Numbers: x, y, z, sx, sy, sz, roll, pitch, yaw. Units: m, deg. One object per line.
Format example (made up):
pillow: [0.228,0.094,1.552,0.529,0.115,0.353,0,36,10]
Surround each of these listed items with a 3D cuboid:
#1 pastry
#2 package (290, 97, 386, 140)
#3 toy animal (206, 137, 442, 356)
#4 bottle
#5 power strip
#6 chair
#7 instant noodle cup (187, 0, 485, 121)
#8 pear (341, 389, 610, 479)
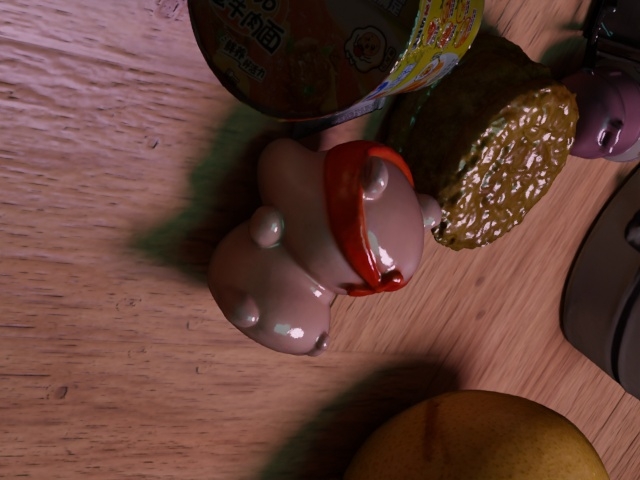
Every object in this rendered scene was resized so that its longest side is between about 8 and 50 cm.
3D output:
pastry: [0.146,-0.089,1.715,0.189,0.103,0.188,-32,145,-26]
package: [0.018,-0.114,1.612,0.110,0.015,0.037,-24,140,-38]
toy animal: [0.000,0.000,1.587,0.198,0.171,0.171,-43,149,4]
bottle: [0.318,-0.136,1.880,0.233,0.110,0.110,-12,133,-44]
power strip: [0.445,0.035,2.166,0.357,0.161,0.357,-32,144,-27]
chair: [0.319,-0.229,1.829,0.212,0.101,0.084,-71,179,-56]
instant noodle cup: [0.019,-0.190,1.384,0.153,0.205,0.205,-8,130,-62]
pear: [0.161,0.302,1.962,0.314,0.314,0.314,-32,144,-27]
